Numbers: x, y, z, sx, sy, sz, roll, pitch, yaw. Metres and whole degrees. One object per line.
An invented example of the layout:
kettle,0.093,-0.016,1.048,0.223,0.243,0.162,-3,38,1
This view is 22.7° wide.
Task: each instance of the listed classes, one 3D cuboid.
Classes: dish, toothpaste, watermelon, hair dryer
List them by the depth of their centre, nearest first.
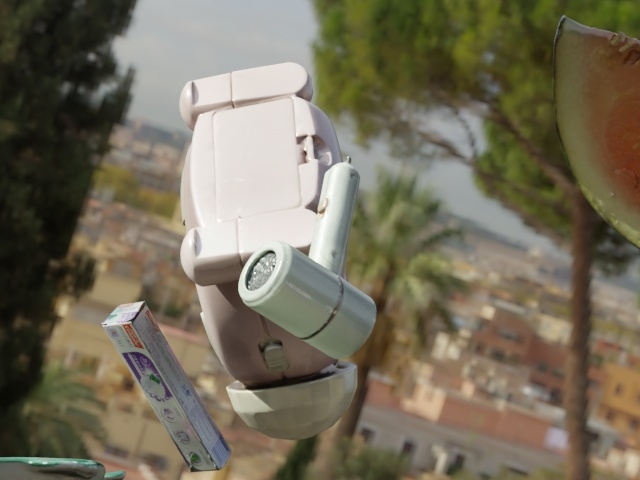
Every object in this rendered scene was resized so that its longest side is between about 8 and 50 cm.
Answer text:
hair dryer,0.000,0.000,1.028,0.082,0.137,0.047,34,-38,-30
watermelon,0.286,-0.040,1.183,0.303,0.128,0.159,27,-7,5
dish,-0.283,0.243,1.443,0.224,0.078,0.246,-12,-16,34
toothpaste,-0.154,0.152,1.634,0.047,0.196,0.040,-10,27,39

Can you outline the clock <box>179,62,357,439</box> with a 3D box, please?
clock,-0.051,0.016,1.761,0.184,0.342,0.326,-3,-43,6
